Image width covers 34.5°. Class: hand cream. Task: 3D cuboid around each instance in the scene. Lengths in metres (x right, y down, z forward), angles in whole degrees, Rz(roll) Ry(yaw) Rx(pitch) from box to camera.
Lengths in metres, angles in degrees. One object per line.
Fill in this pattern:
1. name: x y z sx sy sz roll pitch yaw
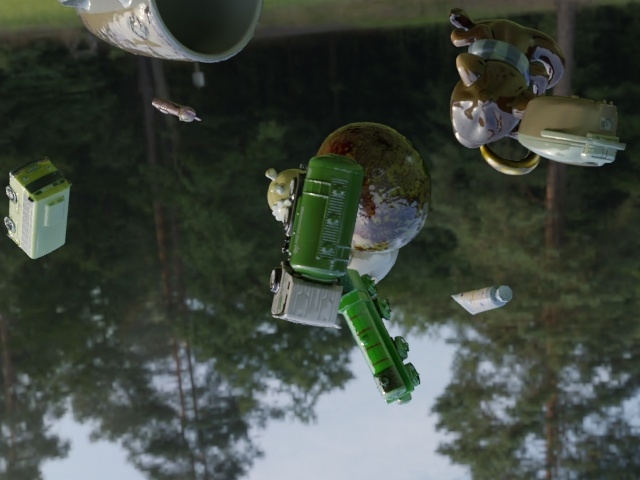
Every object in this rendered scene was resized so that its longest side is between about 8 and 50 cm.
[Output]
1. hand cream: 0.320 0.115 2.027 0.043 0.065 0.170 -53 -170 -20

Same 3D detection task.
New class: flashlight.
1. flashlight: -0.304 -0.272 2.155 0.110 0.031 0.052 21 171 19

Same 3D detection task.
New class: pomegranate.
1. pomegranate: 0.051 -0.069 1.616 0.247 0.214 0.214 -26 -158 -27

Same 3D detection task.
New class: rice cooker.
1. rice cooker: 0.459 -0.204 1.898 0.145 0.127 0.206 4 -175 -35

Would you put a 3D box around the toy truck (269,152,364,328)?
1. toy truck: 0.000 0.000 1.439 0.101 0.243 0.125 11 -178 -13

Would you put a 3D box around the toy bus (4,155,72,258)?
1. toy bus: -0.515 -0.059 1.889 0.088 0.175 0.101 -31 -116 -37

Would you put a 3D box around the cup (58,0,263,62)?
1. cup: -0.276 -0.368 1.532 0.257 0.227 0.301 2 -169 42

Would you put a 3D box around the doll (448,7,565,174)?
1. doll: 0.371 -0.329 2.177 0.318 0.209 0.340 34 -140 -9

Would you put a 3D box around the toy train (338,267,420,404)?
1. toy train: 0.086 0.160 1.742 0.085 0.251 0.119 -31 164 16

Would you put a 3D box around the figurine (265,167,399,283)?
1. figurine: 0.035 -0.062 2.310 0.394 0.274 0.227 32 -156 -37
